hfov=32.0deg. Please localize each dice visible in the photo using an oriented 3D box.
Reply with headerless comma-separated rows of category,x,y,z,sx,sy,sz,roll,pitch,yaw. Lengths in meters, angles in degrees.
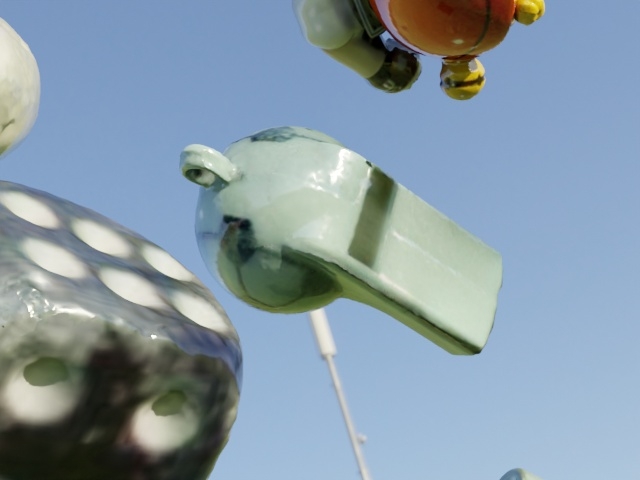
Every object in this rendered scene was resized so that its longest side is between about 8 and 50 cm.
dice,-0.169,0.084,0.674,0.182,0.181,0.183,22,-77,-37

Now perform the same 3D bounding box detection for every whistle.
whistle,0.000,0.000,0.907,0.163,0.163,0.289,-34,-50,30

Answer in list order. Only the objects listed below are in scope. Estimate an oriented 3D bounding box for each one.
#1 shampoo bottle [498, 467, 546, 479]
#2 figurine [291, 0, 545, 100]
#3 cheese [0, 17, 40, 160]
shampoo bottle,0.204,0.218,0.752,0.195,0.056,0.056,27,-40,-10
figurine,0.119,-0.309,1.294,0.323,0.320,0.196,-12,16,46
cheese,-0.290,-0.094,0.745,0.189,0.154,0.198,-38,13,-2
